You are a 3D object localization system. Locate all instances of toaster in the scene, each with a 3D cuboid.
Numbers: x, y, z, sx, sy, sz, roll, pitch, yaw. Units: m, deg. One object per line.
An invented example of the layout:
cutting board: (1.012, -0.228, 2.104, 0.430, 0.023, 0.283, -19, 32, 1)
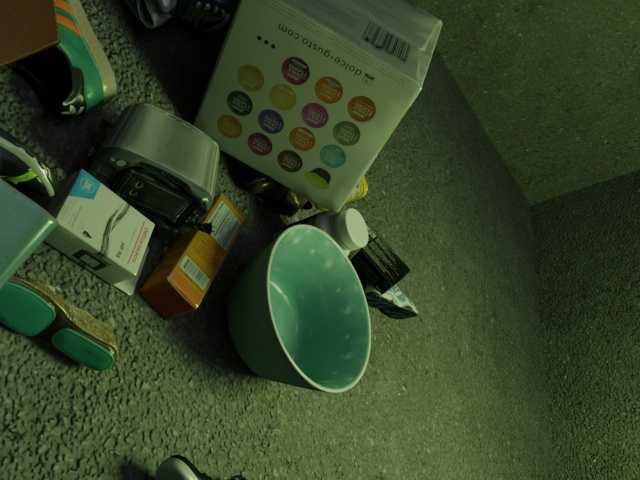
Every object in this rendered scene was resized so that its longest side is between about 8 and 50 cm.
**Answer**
toaster: (-0.254, -0.117, 0.970, 0.227, 0.129, 0.146, 26, 47, -25)

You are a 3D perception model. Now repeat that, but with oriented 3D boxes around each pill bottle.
pill bottle: (0.000, 0.000, 1.262, 0.112, 0.187, 0.112, 34, 46, -44)

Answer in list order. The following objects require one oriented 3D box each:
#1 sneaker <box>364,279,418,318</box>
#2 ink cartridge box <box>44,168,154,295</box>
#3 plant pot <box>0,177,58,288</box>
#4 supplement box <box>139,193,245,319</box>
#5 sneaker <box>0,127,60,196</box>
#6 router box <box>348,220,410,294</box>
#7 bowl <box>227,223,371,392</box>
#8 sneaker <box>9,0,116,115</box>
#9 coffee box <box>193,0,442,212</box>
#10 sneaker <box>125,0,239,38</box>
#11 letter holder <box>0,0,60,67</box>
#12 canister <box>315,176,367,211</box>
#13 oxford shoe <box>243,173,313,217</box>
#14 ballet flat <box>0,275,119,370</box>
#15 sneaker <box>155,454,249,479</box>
sneaker: (0.191, 0.148, 1.575, 0.211, 0.080, 0.081, 36, 47, -43)
ink cartridge box: (-0.319, -0.008, 0.899, 0.180, 0.060, 0.104, 43, 40, -36)
plant pot: (-0.447, 0.021, 0.527, 0.248, 0.247, 0.252, 44, 57, -35)
supplement box: (-0.212, 0.022, 1.031, 0.080, 0.078, 0.233, 52, 35, -23)
sneaker: (-0.451, -0.112, 0.765, 0.235, 0.084, 0.097, 44, 72, -40)
router box: (0.134, 0.041, 1.521, 0.179, 0.046, 0.133, 49, 31, 10)
bowl: (-0.056, 0.140, 1.122, 0.311, 0.163, 0.311, 34, 47, -45)
sneaker: (-0.420, -0.325, 0.876, 0.302, 0.108, 0.121, 61, 28, -16)
coffee box: (-0.001, -0.329, 1.206, 0.338, 0.334, 0.338, 29, 41, -6)
sneaker: (-0.271, -0.460, 1.183, 0.323, 0.130, 0.236, 46, 48, -40)
letter holder: (-0.445, -0.297, 0.653, 0.302, 0.152, 0.214, -69, 169, -57)
canister: (0.041, -0.148, 1.517, 0.170, 0.073, 0.126, -29, 98, -57)
oxford shoe: (-0.077, -0.101, 1.303, 0.227, 0.083, 0.096, 2, 76, -55)
ballet flat: (-0.354, 0.100, 0.796, 0.206, 0.073, 0.067, 50, 9, -34)
sneaker: (-0.164, 0.383, 0.913, 0.217, 0.079, 0.121, 68, 27, -19)
